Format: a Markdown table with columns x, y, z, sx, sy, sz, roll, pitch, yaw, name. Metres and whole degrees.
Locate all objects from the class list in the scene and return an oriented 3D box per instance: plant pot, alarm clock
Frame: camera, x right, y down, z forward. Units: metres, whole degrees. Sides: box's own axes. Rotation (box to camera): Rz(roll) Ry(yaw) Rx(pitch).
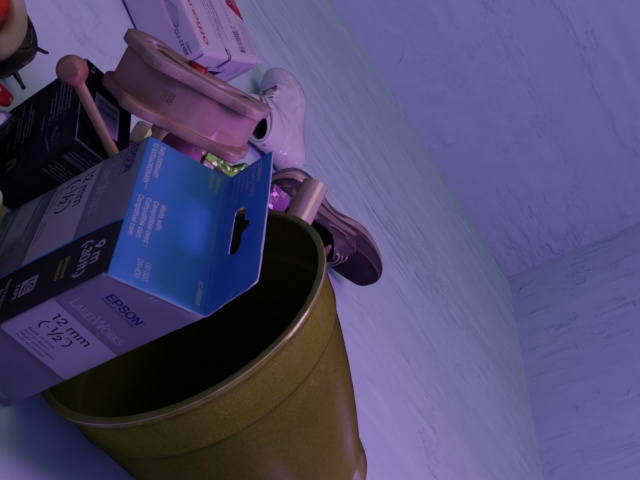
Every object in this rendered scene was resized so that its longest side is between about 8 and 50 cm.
| x | y | z | sx | sy | sz | roll | pitch | yaw | name |
| --- | --- | --- | --- | --- | --- | --- | --- | --- | --- |
| -0.104 | 0.210 | 1.106 | 0.366 | 0.366 | 0.353 | -83 | 153 | -55 | plant pot |
| -0.462 | -0.304 | 1.182 | 0.192 | 0.064 | 0.129 | 41 | 31 | -40 | alarm clock |

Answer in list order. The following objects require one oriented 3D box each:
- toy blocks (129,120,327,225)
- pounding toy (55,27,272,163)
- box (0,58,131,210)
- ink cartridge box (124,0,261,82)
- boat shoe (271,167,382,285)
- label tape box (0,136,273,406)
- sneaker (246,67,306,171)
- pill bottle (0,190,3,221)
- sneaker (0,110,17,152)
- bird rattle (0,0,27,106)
| x | y | z | sx | sy | sz | roll | pitch | yaw | name |
| --- | --- | --- | --- | --- | --- | --- | --- | --- | --- |
| -0.203 | -0.025 | 1.330 | 0.288 | 0.309 | 0.260 | 37 | 65 | -29 | toy blocks |
| -0.211 | -0.168 | 1.116 | 0.269 | 0.155 | 0.154 | 26 | 14 | -21 | pounding toy |
| -0.336 | -0.126 | 1.134 | 0.093 | 0.158 | 0.156 | 42 | 31 | -42 | box |
| -0.252 | -0.426 | 1.729 | 0.197 | 0.114 | 0.273 | 66 | 20 | 1 | ink cartridge box |
| 0.000 | 0.000 | 1.863 | 0.355 | 0.132 | 0.130 | 42 | 39 | -28 | boat shoe |
| -0.229 | 0.009 | 0.972 | 0.115 | 0.348 | 0.249 | 50 | 25 | -32 | label tape box |
| -0.111 | -0.307 | 1.938 | 0.169 | 0.108 | 0.292 | 41 | 32 | -52 | sneaker |
| -0.387 | -0.029 | 0.959 | 0.065 | 0.065 | 0.116 | -42 | 146 | -68 | pill bottle |
| -0.433 | -0.118 | 1.014 | 0.086 | 0.085 | 0.237 | 34 | 20 | -3 | sneaker |
| -0.438 | -0.286 | 1.064 | 0.253 | 0.143 | 0.207 | 56 | 35 | -13 | bird rattle |
